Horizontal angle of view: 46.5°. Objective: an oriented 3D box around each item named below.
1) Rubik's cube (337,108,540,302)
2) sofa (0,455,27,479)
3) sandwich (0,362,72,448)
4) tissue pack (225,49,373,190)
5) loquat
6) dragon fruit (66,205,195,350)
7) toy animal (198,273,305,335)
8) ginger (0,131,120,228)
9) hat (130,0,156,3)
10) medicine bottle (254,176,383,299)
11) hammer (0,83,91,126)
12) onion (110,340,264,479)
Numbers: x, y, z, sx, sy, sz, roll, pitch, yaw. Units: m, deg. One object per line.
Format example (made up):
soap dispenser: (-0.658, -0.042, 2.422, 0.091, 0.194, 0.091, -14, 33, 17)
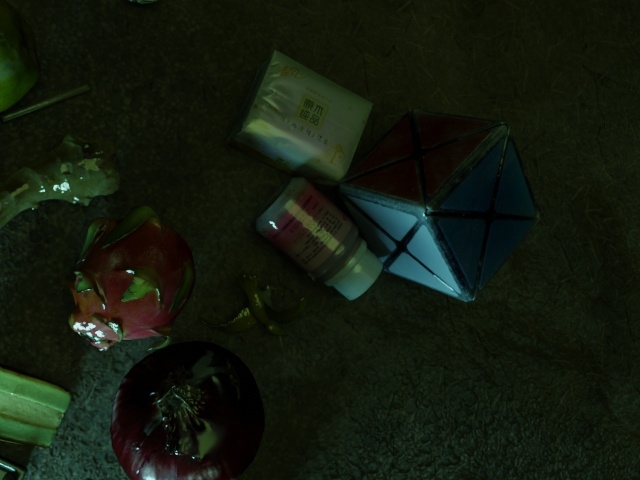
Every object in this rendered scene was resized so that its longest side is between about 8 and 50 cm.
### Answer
Rubik's cube: (0.227, -0.071, 1.436, 0.259, 0.255, 0.260, -43, 127, -20)
sofa: (-0.555, 0.424, 1.215, 0.085, 0.060, 0.147, 33, 73, -14)
sandwich: (-0.509, 0.268, 1.209, 0.187, 0.144, 0.117, 26, 77, -16)
tissue pack: (-0.040, -0.229, 1.460, 0.225, 0.124, 0.185, 25, 74, -17)
loquat: (-0.599, -0.303, 1.224, 0.246, 0.213, 0.213, -13, 88, -4)
dragon fruit: (-0.324, 0.069, 1.269, 0.224, 0.224, 0.227, 28, 55, -16)
toy animal: (-0.098, 0.127, 1.416, 0.155, 0.219, 0.095, 33, 48, -52)
ginger: (-0.483, -0.084, 1.302, 0.294, 0.086, 0.131, -36, 106, -13)
hat: (-0.338, -0.489, 1.415, 0.077, 0.059, 0.076, -4, 101, -16)
medicine bottle: (0.000, 0.000, 1.438, 0.247, 0.147, 0.147, 41, 71, -12)
hammer: (-0.497, -0.244, 1.327, 0.195, 0.060, 0.028, -30, 110, -26)
onion: (-0.222, 0.320, 1.296, 0.273, 0.285, 0.273, -4, 56, 6)
